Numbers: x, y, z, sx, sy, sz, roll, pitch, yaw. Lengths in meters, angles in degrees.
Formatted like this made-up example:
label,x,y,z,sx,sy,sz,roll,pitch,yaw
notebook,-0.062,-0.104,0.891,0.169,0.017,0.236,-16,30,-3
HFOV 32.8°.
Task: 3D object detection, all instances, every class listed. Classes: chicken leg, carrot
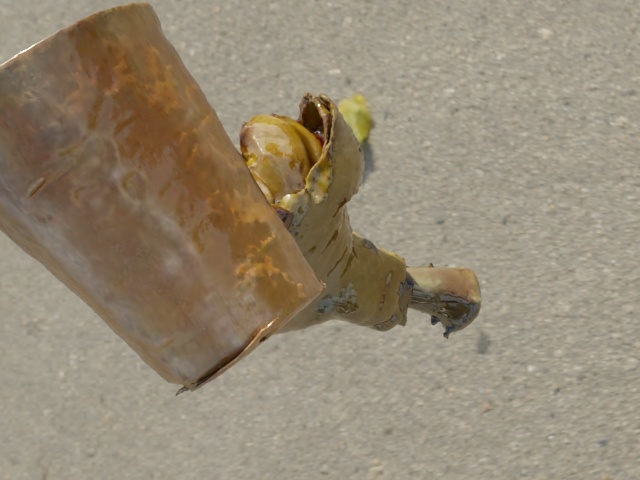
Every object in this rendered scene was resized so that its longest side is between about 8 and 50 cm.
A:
label,x,y,z,sx,sy,sz,roll,pitch,yaw
chicken leg,0.000,0.000,1.083,0.182,0.409,0.295,-117,44,-57
carrot,-0.133,-0.015,0.768,0.196,0.196,0.254,-30,97,33
